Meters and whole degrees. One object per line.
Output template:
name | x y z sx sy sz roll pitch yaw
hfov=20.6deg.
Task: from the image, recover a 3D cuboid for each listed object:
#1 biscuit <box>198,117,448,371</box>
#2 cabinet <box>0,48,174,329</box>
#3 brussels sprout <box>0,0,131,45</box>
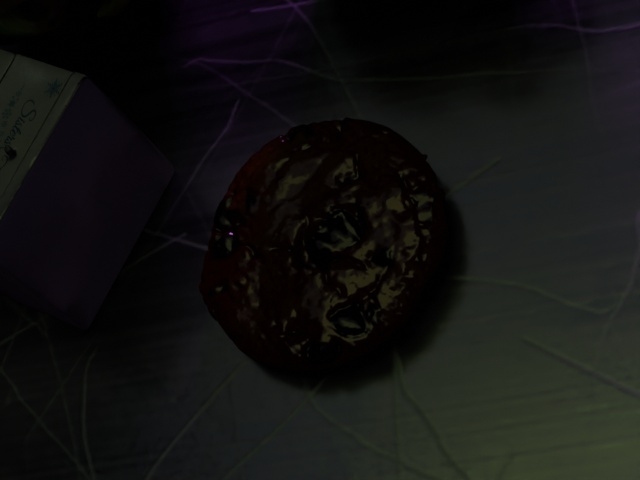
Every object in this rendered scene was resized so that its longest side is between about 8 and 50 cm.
biscuit | 0.000 0.000 1.237 0.192 0.049 0.192 -13 57 20
cabinet | -0.252 -0.054 1.314 0.206 0.150 0.145 20 75 31
brussels sprout | -0.213 -0.273 1.334 0.259 0.294 0.227 -16 86 16
